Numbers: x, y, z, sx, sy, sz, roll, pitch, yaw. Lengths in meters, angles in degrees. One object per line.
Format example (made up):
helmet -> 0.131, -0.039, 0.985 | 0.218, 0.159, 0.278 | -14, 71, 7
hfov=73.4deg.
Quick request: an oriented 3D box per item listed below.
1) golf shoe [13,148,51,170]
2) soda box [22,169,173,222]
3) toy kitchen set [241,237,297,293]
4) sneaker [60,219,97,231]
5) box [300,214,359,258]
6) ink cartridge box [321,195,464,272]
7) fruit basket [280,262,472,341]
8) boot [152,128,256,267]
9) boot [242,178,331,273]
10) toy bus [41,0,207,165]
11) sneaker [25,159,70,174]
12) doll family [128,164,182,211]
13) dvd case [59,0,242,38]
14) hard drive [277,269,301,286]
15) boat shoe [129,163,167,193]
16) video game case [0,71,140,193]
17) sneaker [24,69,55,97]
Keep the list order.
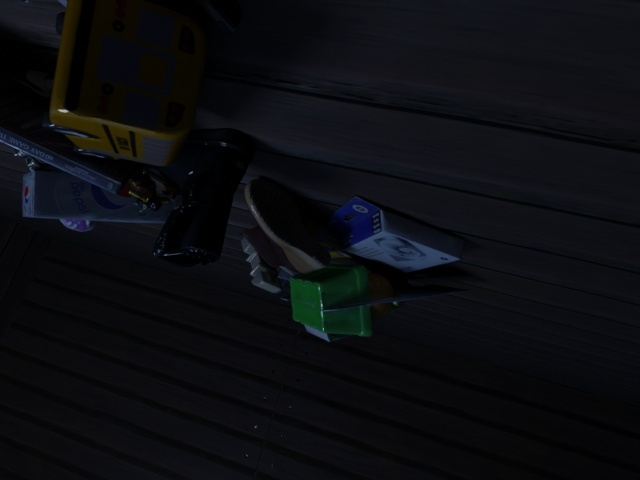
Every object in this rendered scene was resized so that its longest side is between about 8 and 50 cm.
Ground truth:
golf shoe -> -0.564, -0.225, 0.801 | 0.093, 0.077, 0.198 | -22, 137, 12
soda box -> -0.466, -0.087, 0.929 | 0.286, 0.091, 0.098 | 2, -179, -44
toy kitchen set -> -0.099, 0.030, 1.145 | 0.122, 0.166, 0.207 | 30, -158, -37
sneaker -> -0.799, -0.084, 1.473 | 0.160, 0.102, 0.282 | 14, 165, 1
box -> 0.000, 0.000, 0.999 | 0.179, 0.043, 0.105 | 30, 160, -32
ink cartridge box -> 0.127, 0.000, 0.852 | 0.223, 0.046, 0.223 | 21, 165, -11
fruit basket -> 0.118, 0.139, 1.036 | 0.352, 0.166, 0.327 | 1, 179, -25
boot -> -0.225, -0.068, 0.692 | 0.246, 0.207, 0.094 | 6, 161, 37
boot -> -0.112, -0.017, 0.891 | 0.206, 0.090, 0.248 | -2, 138, 49
toy bus -> -0.218, -0.153, 0.485 | 0.130, 0.109, 0.332 | 9, -179, -22
sneaker -> -0.579, -0.161, 1.016 | 0.110, 0.107, 0.275 | 36, 170, 22
doll family -> -0.294, -0.093, 0.815 | 0.192, 0.111, 0.076 | 6, 136, -50
dvd case -> -0.204, -0.255, 0.352 | 0.179, 0.030, 0.238 | 8, 162, 32
hard drive -> -0.039, 0.165, 1.593 | 0.254, 0.054, 0.172 | 19, 165, -6
boat shoe -> -0.382, -0.146, 0.893 | 0.152, 0.049, 0.056 | 23, 139, 1
video game case -> -0.410, -0.172, 0.641 | 0.274, 0.026, 0.196 | 28, -161, -21
sneaker -> -0.376, -0.230, 0.628 | 0.108, 0.040, 0.044 | 16, 149, -7
